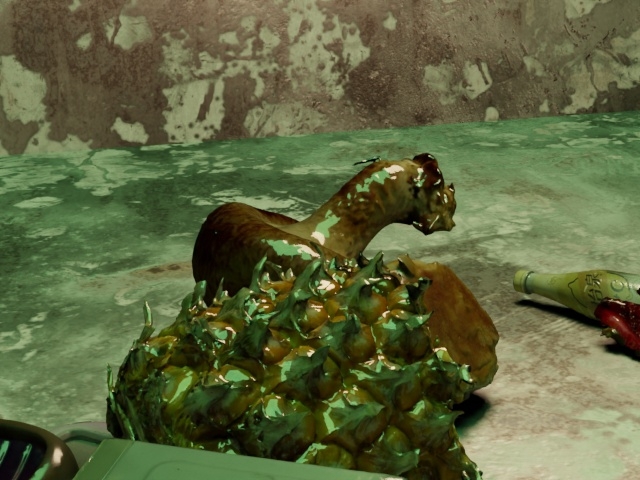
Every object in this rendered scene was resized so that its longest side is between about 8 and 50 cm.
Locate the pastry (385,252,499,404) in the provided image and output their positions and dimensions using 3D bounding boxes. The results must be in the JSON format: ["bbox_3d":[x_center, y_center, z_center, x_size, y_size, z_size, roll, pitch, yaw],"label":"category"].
[{"bbox_3d":[0.137,0.132,1.470,0.100,0.218,0.229,-39,18,39],"label":"pastry"}]

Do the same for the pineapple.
[{"bbox_3d":[-0.035,0.181,1.077,0.300,0.352,0.352,-12,20,-27],"label":"pineapple"}]

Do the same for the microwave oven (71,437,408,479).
[{"bbox_3d":[-0.094,0.332,0.756,0.286,0.218,0.355,5,26,15],"label":"microwave oven"}]

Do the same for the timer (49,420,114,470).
[{"bbox_3d":[-0.255,0.274,1.255,0.208,0.069,0.191,7,21,31],"label":"timer"}]

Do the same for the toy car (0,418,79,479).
[{"bbox_3d":[-0.343,0.265,0.986,0.271,0.240,0.340,3,28,12],"label":"toy car"}]

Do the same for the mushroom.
[{"bbox_3d":[0.000,0.015,1.645,0.334,0.356,0.331,24,25,-21],"label":"mushroom"}]

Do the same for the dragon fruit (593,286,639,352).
[{"bbox_3d":[0.473,0.124,1.605,0.192,0.122,0.092,16,56,42],"label":"dragon fruit"}]

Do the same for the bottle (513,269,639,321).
[{"bbox_3d":[0.427,0.082,1.771,0.270,0.083,0.083,11,22,39],"label":"bottle"}]
